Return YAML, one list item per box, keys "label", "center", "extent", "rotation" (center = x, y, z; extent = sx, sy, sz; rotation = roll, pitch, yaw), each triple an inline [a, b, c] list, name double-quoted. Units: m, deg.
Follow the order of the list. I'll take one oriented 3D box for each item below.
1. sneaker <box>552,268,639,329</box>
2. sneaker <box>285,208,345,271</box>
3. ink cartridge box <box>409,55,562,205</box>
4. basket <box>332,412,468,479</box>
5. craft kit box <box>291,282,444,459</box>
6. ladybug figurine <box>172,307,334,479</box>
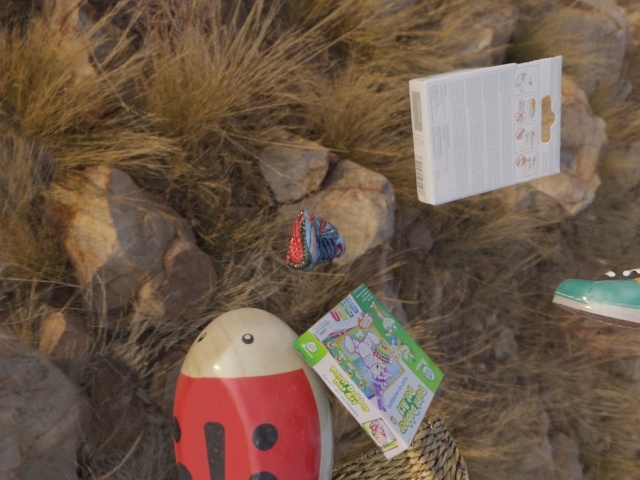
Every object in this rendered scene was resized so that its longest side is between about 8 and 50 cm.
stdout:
- label: "sneaker"
  center: [0.494, 0.068, 0.722]
  extent: [0.108, 0.302, 0.121]
  rotation: [31, 67, -66]
- label: "sneaker"
  center: [0.000, 0.000, 1.124]
  extent: [0.125, 0.262, 0.104]
  rotation: [18, 109, -6]
- label: "ink cartridge box"
  center: [0.245, -0.164, 0.757]
  extent: [0.224, 0.056, 0.181]
  rotation: [-16, 113, -15]
- label: "basket"
  center: [0.184, 0.550, 1.145]
  extent: [0.213, 0.299, 0.223]
  rotation: [-2, 59, -54]
- label: "craft kit box"
  center: [0.098, 0.220, 0.937]
  extent: [0.247, 0.061, 0.250]
  rotation: [51, 30, 5]
- label: "ladybug figurine"
  center: [-0.134, 0.348, 0.896]
  extent: [0.162, 0.305, 0.449]
  rotation: [-5, 87, -67]
